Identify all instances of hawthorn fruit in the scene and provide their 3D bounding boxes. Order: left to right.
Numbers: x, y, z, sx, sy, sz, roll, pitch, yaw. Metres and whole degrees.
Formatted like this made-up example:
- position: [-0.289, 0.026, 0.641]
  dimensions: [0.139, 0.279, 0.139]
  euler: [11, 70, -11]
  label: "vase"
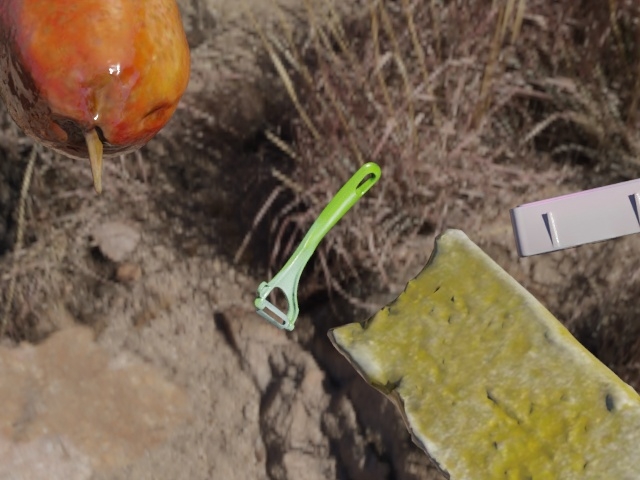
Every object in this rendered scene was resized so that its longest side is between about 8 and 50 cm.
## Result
- position: [-0.224, -0.164, 1.210]
  dimensions: [0.210, 0.210, 0.262]
  euler: [-11, 51, -10]
  label: "hawthorn fruit"

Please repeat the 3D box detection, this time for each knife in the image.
- position: [-0.002, -0.001, 1.059]
  dimensions: [0.022, 0.078, 0.166]
  euler: [31, 84, 26]
  label: "knife"

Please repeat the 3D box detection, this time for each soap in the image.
- position: [0.159, 0.132, 0.639]
  dimensions: [0.091, 0.315, 0.199]
  euler: [-47, 45, 3]
  label: "soap"

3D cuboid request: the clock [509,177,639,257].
- position: [0.336, -0.030, 1.461]
  dimensions: [0.197, 0.150, 0.063]
  euler: [-13, 88, 19]
  label: "clock"
